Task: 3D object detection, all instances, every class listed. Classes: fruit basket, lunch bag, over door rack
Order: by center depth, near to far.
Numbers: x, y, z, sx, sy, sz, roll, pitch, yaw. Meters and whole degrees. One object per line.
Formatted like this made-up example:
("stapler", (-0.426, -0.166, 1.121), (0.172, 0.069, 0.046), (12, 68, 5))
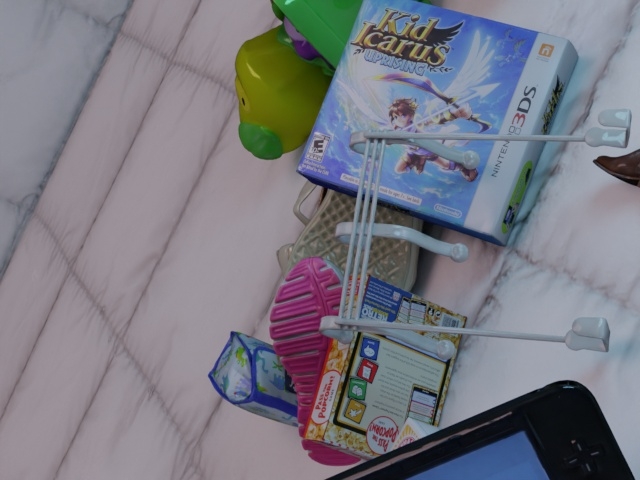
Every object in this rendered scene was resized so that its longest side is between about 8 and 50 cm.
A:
("over door rack", (0.167, 0.000, 1.337), (0.324, 0.108, 0.239), (-1, 72, 31))
("lunch bag", (-0.060, 0.193, 1.681), (0.096, 0.129, 0.151), (-62, 26, 9))
("fruit basket", (-0.036, -0.313, 1.934), (0.392, 0.283, 0.392), (-31, 35, 24))

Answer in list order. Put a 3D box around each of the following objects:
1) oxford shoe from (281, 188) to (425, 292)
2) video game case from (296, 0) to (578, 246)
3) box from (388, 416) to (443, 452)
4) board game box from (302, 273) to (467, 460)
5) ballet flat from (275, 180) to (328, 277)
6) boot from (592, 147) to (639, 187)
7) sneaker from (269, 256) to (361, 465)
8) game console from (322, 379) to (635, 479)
("oxford shoe", (0.068, -0.024, 1.642), (0.169, 0.130, 0.449), (16, 90, 19))
("video game case", (0.135, -0.150, 1.515), (0.270, 0.061, 0.244), (19, 84, 26))
("box", (0.139, 0.280, 1.271), (0.114, 0.103, 0.203), (-62, 27, 10))
("board game box", (0.075, 0.153, 1.444), (0.045, 0.147, 0.193), (-9, 61, 59))
("ballet flat", (0.000, 0.000, 1.752), (0.107, 0.106, 0.316), (-8, 62, 60))
("boot", (0.338, -0.110, 1.296), (0.106, 0.037, 0.114), (32, 101, 50))
("sneaker", (0.009, 0.135, 1.530), (0.111, 0.103, 0.252), (-50, -45, -68))
("game console", (0.143, 0.299, 1.064), (0.293, 0.250, 0.173), (-25, 13, 12))
